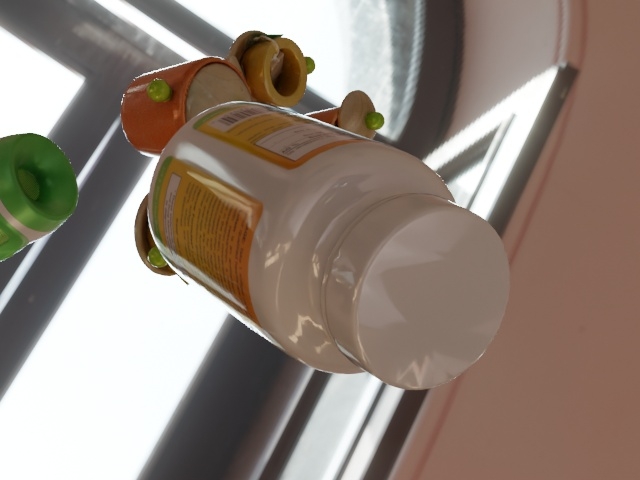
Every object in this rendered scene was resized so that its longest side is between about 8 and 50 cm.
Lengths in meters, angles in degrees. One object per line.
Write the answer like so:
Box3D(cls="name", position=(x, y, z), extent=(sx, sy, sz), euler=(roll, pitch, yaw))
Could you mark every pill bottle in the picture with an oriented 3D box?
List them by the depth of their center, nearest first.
Box3D(cls="pill bottle", position=(0.000, 0.000, 0.683), extent=(0.136, 0.136, 0.245), euler=(44, -9, -33))

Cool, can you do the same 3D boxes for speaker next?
Box3D(cls="speaker", position=(-0.434, -0.026, 1.340), extent=(0.296, 0.131, 0.131), euler=(-21, -48, 28))

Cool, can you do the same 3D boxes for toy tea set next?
Box3D(cls="toy tea set", position=(-0.043, -0.099, 1.063), extent=(0.124, 0.336, 0.200), euler=(3, -65, 37))
